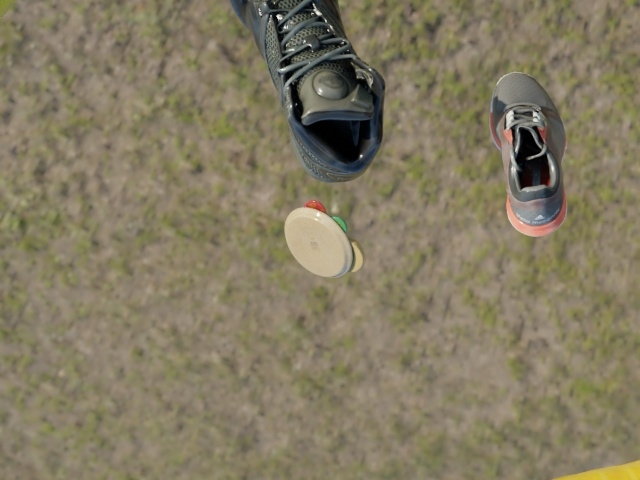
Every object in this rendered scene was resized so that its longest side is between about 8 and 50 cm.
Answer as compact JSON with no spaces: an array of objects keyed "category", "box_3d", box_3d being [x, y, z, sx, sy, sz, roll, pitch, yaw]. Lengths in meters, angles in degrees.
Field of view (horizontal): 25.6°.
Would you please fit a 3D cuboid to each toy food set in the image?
[{"category":"toy food set","box_3d":[0.000,0.000,1.375,0.083,0.020,0.082,-15,111,47]}]

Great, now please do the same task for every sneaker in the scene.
[{"category":"sneaker","box_3d":[0.168,-0.082,1.121,0.061,0.158,0.065,-10,145,5]},{"category":"sneaker","box_3d":[-0.008,-0.154,1.086,0.130,0.087,0.227,-167,59,-79]}]

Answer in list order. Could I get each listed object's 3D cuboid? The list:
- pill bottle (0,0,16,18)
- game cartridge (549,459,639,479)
[{"category":"pill bottle","box_3d":[-0.334,-0.224,1.099,0.188,0.188,0.334,36,135,-20]},{"category":"game cartridge","box_3d":[0.193,0.155,0.596,0.323,0.053,0.285,-11,147,-10]}]
